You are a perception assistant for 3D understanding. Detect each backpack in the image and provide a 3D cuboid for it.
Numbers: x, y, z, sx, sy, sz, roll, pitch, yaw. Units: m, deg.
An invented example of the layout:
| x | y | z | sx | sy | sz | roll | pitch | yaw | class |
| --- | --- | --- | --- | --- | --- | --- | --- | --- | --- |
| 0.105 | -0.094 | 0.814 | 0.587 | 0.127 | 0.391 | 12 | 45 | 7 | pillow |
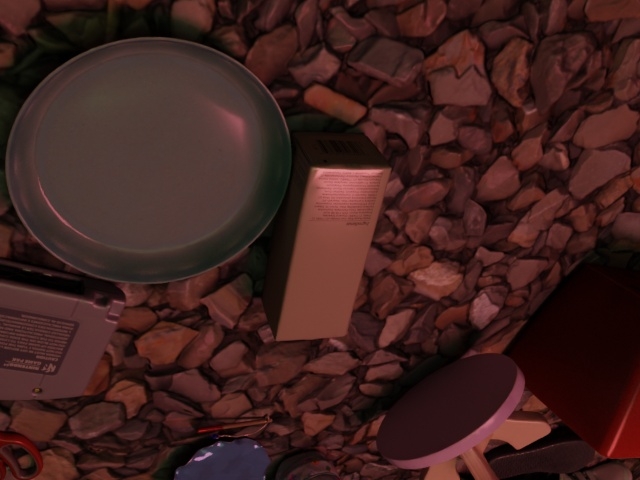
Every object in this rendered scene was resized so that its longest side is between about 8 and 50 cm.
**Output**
| x | y | z | sx | sy | sz | roll | pitch | yaw | class |
| --- | --- | --- | --- | --- | --- | --- | --- | --- | --- |
| -0.023 | 0.475 | 1.226 | 0.152 | 0.115 | 0.182 | -15 | 129 | -26 | backpack |

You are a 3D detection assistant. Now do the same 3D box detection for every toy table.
| x | y | z | sx | sy | sz | roll | pitch | yaw | class |
| --- | --- | --- | --- | --- | --- | --- | --- | --- | --- |
| 0.251 | 0.331 | 1.161 | 0.274 | 0.252 | 0.161 | -29 | 117 | 24 | toy table |

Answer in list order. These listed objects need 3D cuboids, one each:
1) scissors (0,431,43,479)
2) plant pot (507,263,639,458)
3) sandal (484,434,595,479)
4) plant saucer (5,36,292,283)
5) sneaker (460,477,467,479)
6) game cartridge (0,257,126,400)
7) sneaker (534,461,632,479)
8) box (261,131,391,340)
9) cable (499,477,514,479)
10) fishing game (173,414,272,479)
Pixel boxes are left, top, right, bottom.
| x | y | z | sx | sy | sz | roll | pitch | yaw | class |
| --- | --- | --- | --- | --- | --- | --- | --- | --- | --- |
| -0.482 | 0.252 | 0.940 | 0.109 | 0.021 | 0.297 | -14 | 128 | -8 | scissors |
| 0.525 | 0.187 | 1.155 | 0.267 | 0.267 | 0.236 | 7 | 109 | -27 | plant pot |
| 0.468 | 0.453 | 1.455 | 0.254 | 0.054 | 0.097 | -2 | 119 | -9 | sandal |
| -0.191 | -0.086 | 0.787 | 0.317 | 0.044 | 0.318 | -11 | 129 | -14 | plant saucer |
| 0.410 | 0.565 | 1.440 | 0.299 | 0.112 | 0.121 | 20 | 149 | -1 | sneaker |
| -0.416 | 0.111 | 0.837 | 0.294 | 0.060 | 0.196 | 18 | 113 | -31 | game cartridge |
| 0.599 | 0.563 | 1.555 | 0.255 | 0.094 | 0.151 | -27 | 127 | -3 | sneaker |
| 0.000 | 0.000 | 0.894 | 0.113 | 0.094 | 0.275 | 0 | 125 | -21 | box |
| 0.418 | 0.610 | 1.517 | 0.184 | 0.047 | 0.151 | 36 | 95 | -7 | cable |
| -0.174 | 0.403 | 1.162 | 0.189 | 0.041 | 0.264 | 1 | 119 | -32 | fishing game |
